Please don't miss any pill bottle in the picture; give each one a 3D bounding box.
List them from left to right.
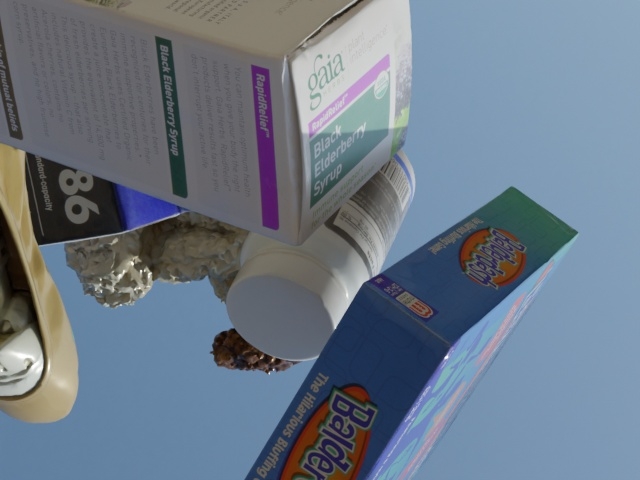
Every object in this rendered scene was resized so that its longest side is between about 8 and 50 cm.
[{"bbox_3d":[0.000,0.000,0.873,0.078,0.078,0.137,22,-134,6],"label":"pill bottle"}]

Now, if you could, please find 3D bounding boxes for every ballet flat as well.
[{"bbox_3d":[-0.190,0.025,0.832,0.080,0.232,0.073,0,-147,14],"label":"ballet flat"}]

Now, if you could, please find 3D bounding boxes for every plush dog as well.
[{"bbox_3d":[-0.047,-0.013,1.275,0.225,0.210,0.262,50,-134,-12],"label":"plush dog"}]

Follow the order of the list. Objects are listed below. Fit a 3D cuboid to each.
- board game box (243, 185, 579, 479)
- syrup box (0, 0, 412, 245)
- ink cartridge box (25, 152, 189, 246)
[{"bbox_3d":[0.037,0.068,0.700,0.047,0.160,0.210,35,-156,12],"label":"board game box"},{"bbox_3d":[-0.084,-0.088,0.673,0.237,0.096,0.093,20,-138,26],"label":"syrup box"},{"bbox_3d":[-0.234,-0.075,1.075,0.332,0.165,0.065,-10,-171,13],"label":"ink cartridge box"}]
